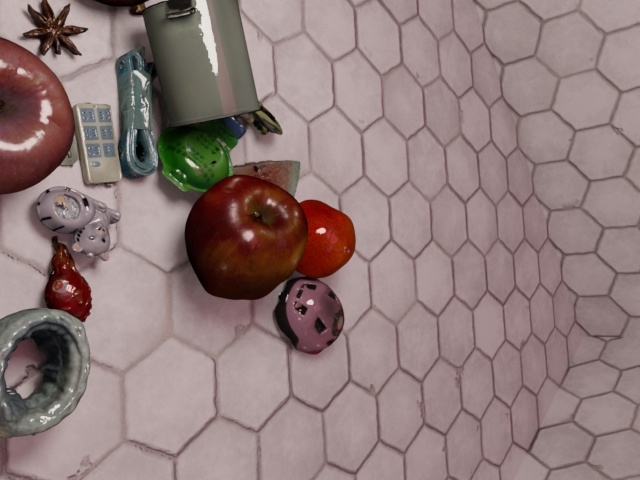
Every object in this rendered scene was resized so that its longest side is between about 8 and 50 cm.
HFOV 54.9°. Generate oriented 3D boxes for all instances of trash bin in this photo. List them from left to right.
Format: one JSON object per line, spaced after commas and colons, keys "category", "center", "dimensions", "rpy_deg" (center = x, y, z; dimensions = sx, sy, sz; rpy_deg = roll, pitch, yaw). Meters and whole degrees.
{"category": "trash bin", "center": [-0.269, -0.406, 1.411], "dimensions": [0.277, 0.217, 0.263], "rpy_deg": [-84, 164, -77]}

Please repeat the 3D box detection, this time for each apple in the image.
{"category": "apple", "center": [-0.610, -0.224, 1.111], "dimensions": [0.305, 0.235, 0.306], "rpy_deg": [3, 87, -46]}
{"category": "apple", "center": [-0.179, -0.005, 1.468], "dimensions": [0.288, 0.317, 0.288], "rpy_deg": [12, 55, -18]}

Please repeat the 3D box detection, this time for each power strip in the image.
{"category": "power strip", "center": [-0.497, -0.214, 1.370], "dimensions": [0.081, 0.035, 0.192], "rpy_deg": [-10, 92, -46]}

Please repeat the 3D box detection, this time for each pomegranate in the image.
{"category": "pomegranate", "center": [0.000, 0.000, 1.732], "dimensions": [0.256, 0.220, 0.221], "rpy_deg": [9, 79, -52]}

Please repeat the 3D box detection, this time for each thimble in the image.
{"category": "thimble", "center": [-0.550, 0.249, 1.160], "dimensions": [0.205, 0.171, 0.250], "rpy_deg": [41, 56, -37]}

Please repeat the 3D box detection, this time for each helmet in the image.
{"category": "helmet", "center": [-0.009, 0.211, 1.747], "dimensions": [0.253, 0.154, 0.198], "rpy_deg": [42, 56, -29]}

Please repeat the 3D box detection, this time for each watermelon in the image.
{"category": "watermelon", "center": [-0.177, -0.158, 1.671], "dimensions": [0.241, 0.094, 0.154], "rpy_deg": [5, 92, -44]}

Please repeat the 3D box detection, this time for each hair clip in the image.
{"category": "hair clip", "center": [-0.224, -0.396, 1.636], "dimensions": [0.091, 0.138, 0.321], "rpy_deg": [-35, 116, 3]}

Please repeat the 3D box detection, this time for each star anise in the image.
{"category": "star anise", "center": [-0.570, -0.451, 1.316], "dimensions": [0.141, 0.042, 0.141], "rpy_deg": [4, 85, -43]}

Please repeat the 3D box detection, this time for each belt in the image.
{"category": "belt", "center": [-0.424, -0.295, 1.431], "dimensions": [0.087, 0.072, 0.303], "rpy_deg": [3, 85, -42]}

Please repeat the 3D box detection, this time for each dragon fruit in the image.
{"category": "dragon fruit", "center": [-0.530, 0.083, 1.268], "dimensions": [0.094, 0.094, 0.191], "rpy_deg": [-17, 89, -46]}

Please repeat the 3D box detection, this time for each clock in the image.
{"category": "clock", "center": [-0.510, -0.033, 1.286], "dimensions": [0.176, 0.080, 0.117], "rpy_deg": [29, 52, -40]}

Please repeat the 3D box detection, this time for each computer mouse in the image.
{"category": "computer mouse", "center": [-0.550, -0.209, 1.315], "dimensions": [0.056, 0.032, 0.110], "rpy_deg": [-35, 110, -42]}

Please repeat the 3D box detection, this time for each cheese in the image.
{"category": "cheese", "center": [-0.287, -0.229, 1.545], "dimensions": [0.204, 0.083, 0.320], "rpy_deg": [41, 42, -11]}

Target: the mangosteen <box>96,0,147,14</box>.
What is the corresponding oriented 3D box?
{"category": "mangosteen", "center": [-0.437, -0.613, 1.376], "dimensions": [0.261, 0.235, 0.236], "rpy_deg": [88, 16, -68]}
